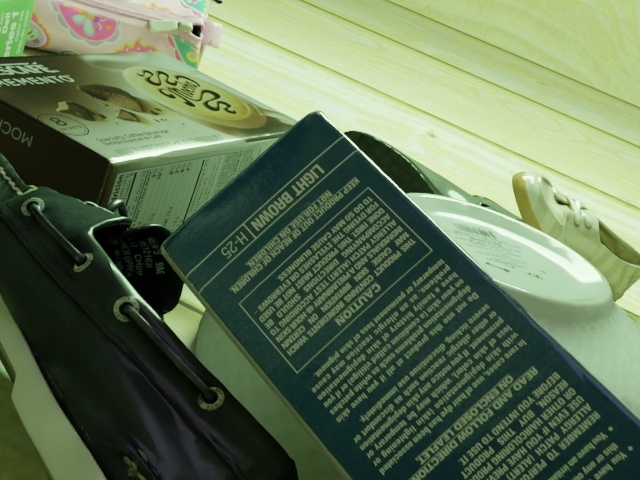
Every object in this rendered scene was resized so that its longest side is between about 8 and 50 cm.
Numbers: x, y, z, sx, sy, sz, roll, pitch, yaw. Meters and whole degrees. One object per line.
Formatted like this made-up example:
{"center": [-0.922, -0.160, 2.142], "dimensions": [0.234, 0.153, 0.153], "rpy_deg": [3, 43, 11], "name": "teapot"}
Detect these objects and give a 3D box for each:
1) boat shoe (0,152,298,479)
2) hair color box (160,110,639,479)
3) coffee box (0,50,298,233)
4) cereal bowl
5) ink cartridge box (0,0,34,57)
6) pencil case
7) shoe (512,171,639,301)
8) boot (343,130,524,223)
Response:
{"center": [-0.116, 0.038, 0.635], "dimensions": [0.113, 0.127, 0.340], "rpy_deg": [-26, 39, -14], "name": "boat shoe"}
{"center": [0.088, 0.111, 0.537], "dimensions": [0.347, 0.105, 0.174], "rpy_deg": [47, -2, 32], "name": "hair color box"}
{"center": [-0.155, -0.057, 0.923], "dimensions": [0.168, 0.119, 0.297], "rpy_deg": [29, 20, 19], "name": "coffee box"}
{"center": [0.095, 0.064, 0.822], "dimensions": [0.339, 0.141, 0.339], "rpy_deg": [18, 20, -7], "name": "cereal bowl"}
{"center": [-0.404, -0.181, 1.008], "dimensions": [0.201, 0.117, 0.278], "rpy_deg": [25, 19, 11], "name": "ink cartridge box"}
{"center": [-0.259, -0.262, 1.381], "dimensions": [0.284, 0.124, 0.124], "rpy_deg": [14, 20, -20], "name": "pencil case"}
{"center": [0.252, -0.009, 1.174], "dimensions": [0.219, 0.058, 0.076], "rpy_deg": [38, 33, -43], "name": "shoe"}
{"center": [0.127, -0.024, 1.213], "dimensions": [0.246, 0.083, 0.161], "rpy_deg": [36, 18, 13], "name": "boot"}
